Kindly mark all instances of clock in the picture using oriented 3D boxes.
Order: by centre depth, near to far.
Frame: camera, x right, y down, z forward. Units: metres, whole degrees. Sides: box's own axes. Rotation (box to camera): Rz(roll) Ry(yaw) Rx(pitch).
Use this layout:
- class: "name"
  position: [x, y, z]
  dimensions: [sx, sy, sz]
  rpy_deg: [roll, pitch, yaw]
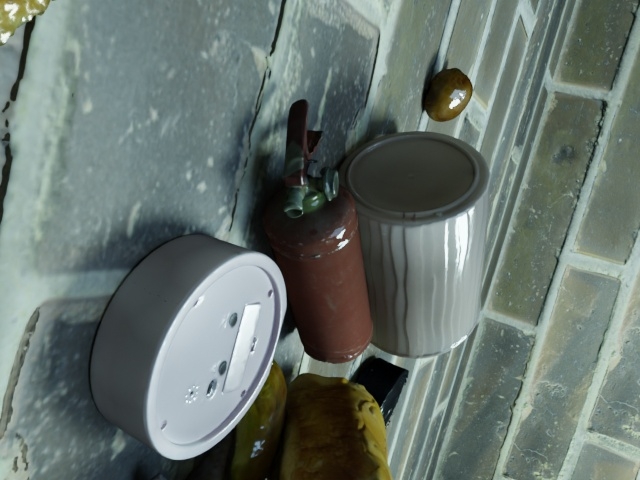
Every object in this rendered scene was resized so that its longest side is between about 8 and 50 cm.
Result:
- class: "clock"
  position: [-0.113, 0.096, 0.512]
  dimensions: [0.197, 0.068, 0.197]
  rpy_deg: [-44, 143, -46]

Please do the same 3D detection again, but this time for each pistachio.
- class: "pistachio"
  position: [-0.068, 0.205, 0.632]
  dimensions: [0.089, 0.049, 0.173]
  rpy_deg: [55, 29, -40]

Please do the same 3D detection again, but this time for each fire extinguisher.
- class: "fire extinguisher"
  position: [0.000, 0.000, 0.652]
  dimensions: [0.337, 0.106, 0.147]
  rpy_deg: [79, 13, -46]

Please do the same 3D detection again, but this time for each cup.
- class: "cup"
  position: [0.149, -0.014, 0.808]
  dimensions: [0.288, 0.208, 0.273]
  rpy_deg: [-52, 147, -34]

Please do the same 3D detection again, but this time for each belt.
- class: "belt"
  position: [0.106, 0.323, 1.090]
  dimensions: [0.198, 0.078, 0.151]
  rpy_deg: [-30, 137, -58]

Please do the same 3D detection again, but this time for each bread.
- class: "bread"
  position: [0.012, 0.307, 0.659]
  dimensions: [0.344, 0.148, 0.195]
  rpy_deg: [-96, -160, -76]

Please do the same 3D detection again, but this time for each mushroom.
- class: "mushroom"
  position: [0.235, -0.273, 0.972]
  dimensions: [0.088, 0.072, 0.129]
  rpy_deg: [47, 57, -28]

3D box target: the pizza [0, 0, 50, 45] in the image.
- class: "pizza"
  position: [-0.156, -0.194, 0.251]
  dimensions: [0.197, 0.058, 0.292]
  rpy_deg: [-16, 122, -62]

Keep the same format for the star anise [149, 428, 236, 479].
- class: "star anise"
  position: [-0.150, 0.365, 0.564]
  dimensions: [0.349, 0.109, 0.292]
  rpy_deg: [-14, 112, -64]
